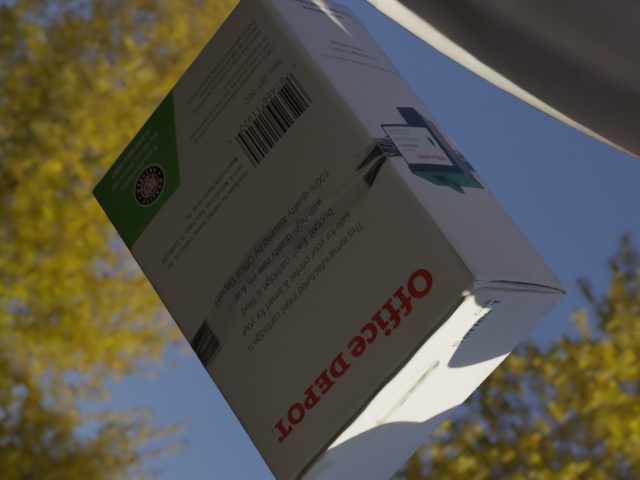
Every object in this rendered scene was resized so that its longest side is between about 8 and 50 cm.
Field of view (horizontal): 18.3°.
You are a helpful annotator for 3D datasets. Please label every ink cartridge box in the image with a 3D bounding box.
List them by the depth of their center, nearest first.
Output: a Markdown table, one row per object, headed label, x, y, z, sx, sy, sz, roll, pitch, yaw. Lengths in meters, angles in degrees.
| label | x | y | z | sx | sy | sz | roll | pitch | yaw |
| --- | --- | --- | --- | --- | --- | --- | --- | --- | --- |
| ink cartridge box | 0.000 | 0.000 | 1.042 | 0.160 | 0.092 | 0.219 | -49 | -121 | 25 |

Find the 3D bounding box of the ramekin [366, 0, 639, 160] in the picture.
| label | x | y | z | sx | sy | sz | roll | pitch | yaw |
| --- | --- | --- | --- | --- | --- | --- | --- | --- | --- |
| ramekin | 0.086 | -0.094 | 0.447 | 0.207 | 0.109 | 0.207 | 28 | -6 | 3 |
